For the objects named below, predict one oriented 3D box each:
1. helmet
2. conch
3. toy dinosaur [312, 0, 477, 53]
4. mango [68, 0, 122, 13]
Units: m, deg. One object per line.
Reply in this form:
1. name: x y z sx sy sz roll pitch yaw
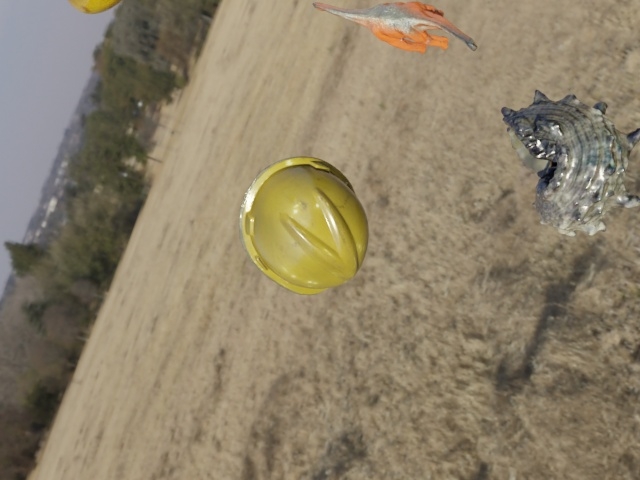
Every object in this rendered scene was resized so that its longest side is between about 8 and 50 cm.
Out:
1. helmet: 0.000 0.000 1.196 0.205 0.257 0.140 -39 32 -7
2. conch: 0.446 -0.139 1.398 0.313 0.186 0.241 53 148 30
3. toy dinosaur: 0.092 -0.271 0.957 0.279 0.101 0.055 22 98 52
4. mango: -0.220 -0.331 0.854 0.115 0.090 0.178 -13 50 35
